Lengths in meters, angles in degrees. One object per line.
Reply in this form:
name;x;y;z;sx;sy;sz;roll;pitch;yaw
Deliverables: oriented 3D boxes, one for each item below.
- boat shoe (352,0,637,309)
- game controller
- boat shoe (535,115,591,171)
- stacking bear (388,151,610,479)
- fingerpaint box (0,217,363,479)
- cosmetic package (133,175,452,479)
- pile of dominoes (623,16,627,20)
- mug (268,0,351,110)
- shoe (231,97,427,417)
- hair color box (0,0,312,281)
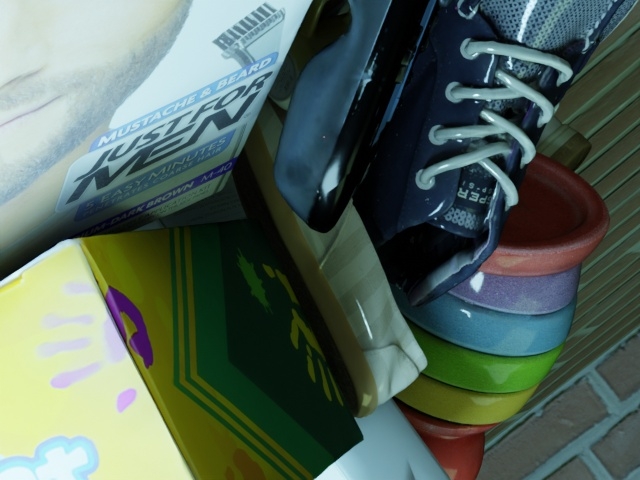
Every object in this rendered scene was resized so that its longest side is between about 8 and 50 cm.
boat shoe;0.111;-0.089;1.195;0.127;0.158;0.340;15;145;-17
game controller;0.035;-0.101;0.996;0.319;0.067;0.166;-57;160;-78
boat shoe;0.105;-0.014;1.624;0.109;0.098;0.302;-40;171;-45
stacking bear;0.097;0.080;1.490;0.164;0.175;0.289;0;123;-31
fingerpaint box;-0.227;0.161;1.036;0.445;0.163;0.371;-28;177;9
cosmetic package;-0.113;0.175;1.351;0.097;0.284;0.377;-18;158;-50
pile of dominoes;0.153;-0.193;1.314;0.196;0.040;0.251;-27;155;-25
mug;-0.002;-0.110;1.169;0.064;0.078;0.062;-11;-174;-40
shoe;0.000;0.000;1.200;0.058;0.219;0.076;-26;-171;-13
hair color box;-0.102;-0.104;0.833;0.185;0.110;0.339;-27;162;-27
